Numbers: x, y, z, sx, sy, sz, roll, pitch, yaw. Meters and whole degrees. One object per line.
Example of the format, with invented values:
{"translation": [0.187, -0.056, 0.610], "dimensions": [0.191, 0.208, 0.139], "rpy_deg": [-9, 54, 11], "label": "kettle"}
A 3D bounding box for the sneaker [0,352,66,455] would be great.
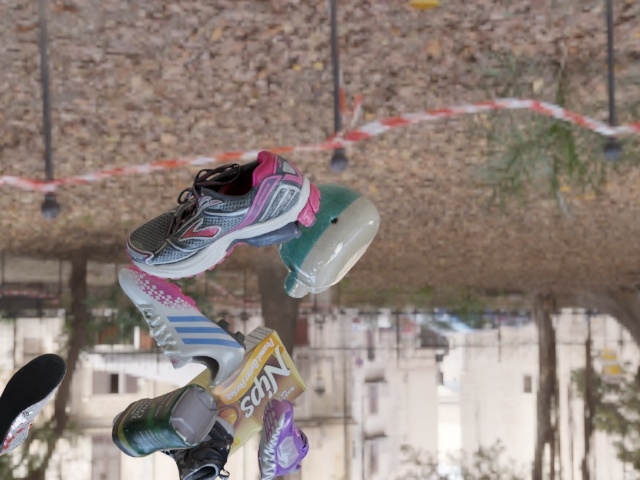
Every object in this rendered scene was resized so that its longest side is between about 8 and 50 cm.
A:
{"translation": [-0.655, 0.361, 2.100], "dimensions": [0.090, 0.270, 0.145], "rpy_deg": [37, 170, 2], "label": "sneaker"}

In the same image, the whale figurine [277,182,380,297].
{"translation": [0.000, 0.000, 1.616], "dimensions": [0.141, 0.216, 0.272], "rpy_deg": [39, 165, 9], "label": "whale figurine"}

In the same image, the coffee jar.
{"translation": [-0.251, 0.289, 1.513], "dimensions": [0.184, 0.079, 0.096], "rpy_deg": [-23, -156, 43], "label": "coffee jar"}

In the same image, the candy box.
{"translation": [-0.200, 0.369, 2.249], "dimensions": [0.316, 0.183, 0.087], "rpy_deg": [-39, -155, -25], "label": "candy box"}

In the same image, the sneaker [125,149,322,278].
{"translation": [-0.147, -0.042, 1.290], "dimensions": [0.299, 0.121, 0.112], "rpy_deg": [-21, 135, 26], "label": "sneaker"}

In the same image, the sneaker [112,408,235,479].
{"translation": [-0.313, 0.442, 2.036], "dimensions": [0.268, 0.153, 0.101], "rpy_deg": [11, 129, -14], "label": "sneaker"}

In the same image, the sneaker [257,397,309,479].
{"translation": [-0.072, 0.421, 2.030], "dimensions": [0.104, 0.236, 0.095], "rpy_deg": [1, -139, -11], "label": "sneaker"}

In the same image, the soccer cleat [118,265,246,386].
{"translation": [-0.314, 0.187, 2.054], "dimensions": [0.331, 0.143, 0.116], "rpy_deg": [36, 155, -7], "label": "soccer cleat"}
